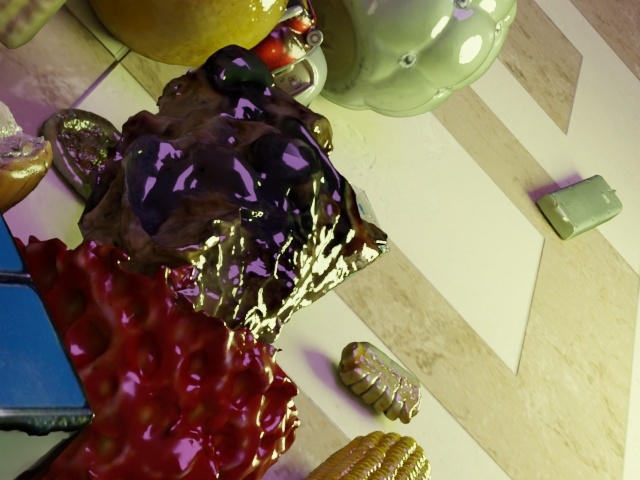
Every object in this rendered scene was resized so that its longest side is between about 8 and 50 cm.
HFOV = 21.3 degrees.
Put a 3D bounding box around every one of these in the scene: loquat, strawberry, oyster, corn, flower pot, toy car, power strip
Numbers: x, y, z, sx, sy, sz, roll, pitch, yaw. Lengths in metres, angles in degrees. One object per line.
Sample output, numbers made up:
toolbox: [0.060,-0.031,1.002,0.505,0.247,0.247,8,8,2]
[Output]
loquat: [-0.112,-0.255,1.464,0.213,0.213,0.213,39,28,-26]
strawberry: [-0.132,0.117,1.010,0.234,0.234,0.178,39,67,-26]
oyster: [-0.087,-0.031,1.271,0.221,0.096,0.361,37,39,13]
corn: [0.015,0.201,1.216,0.081,0.081,0.248,53,25,3]
flower pot: [0.071,-0.244,1.716,0.195,0.246,0.246,-25,76,-32]
toy car: [-0.041,-0.178,1.610,0.112,0.112,0.139,61,13,-17]
power strip: [0.329,-0.044,2.125,0.060,0.027,0.252,55,25,9]

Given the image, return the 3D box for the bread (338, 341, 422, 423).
bread: [0.048,0.120,1.434,0.088,0.033,0.049,36,43,-21]

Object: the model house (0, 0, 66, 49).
model house: [-0.236,-0.267,1.238,0.234,0.193,0.175,43,-1,-18]

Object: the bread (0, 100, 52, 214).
bread: [-0.231,-0.048,1.131,0.077,0.083,0.070,48,29,-9]

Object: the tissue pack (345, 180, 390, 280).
tissue pack: [0.000,0.000,1.438,0.058,0.094,0.074,22,38,-54]

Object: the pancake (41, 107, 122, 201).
pancake: [-0.173,-0.063,1.323,0.108,0.017,0.108,39,31,-30]

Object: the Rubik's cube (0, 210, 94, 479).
Rubik's cube: [-0.250,0.065,0.837,0.183,0.180,0.167,11,46,-57]
